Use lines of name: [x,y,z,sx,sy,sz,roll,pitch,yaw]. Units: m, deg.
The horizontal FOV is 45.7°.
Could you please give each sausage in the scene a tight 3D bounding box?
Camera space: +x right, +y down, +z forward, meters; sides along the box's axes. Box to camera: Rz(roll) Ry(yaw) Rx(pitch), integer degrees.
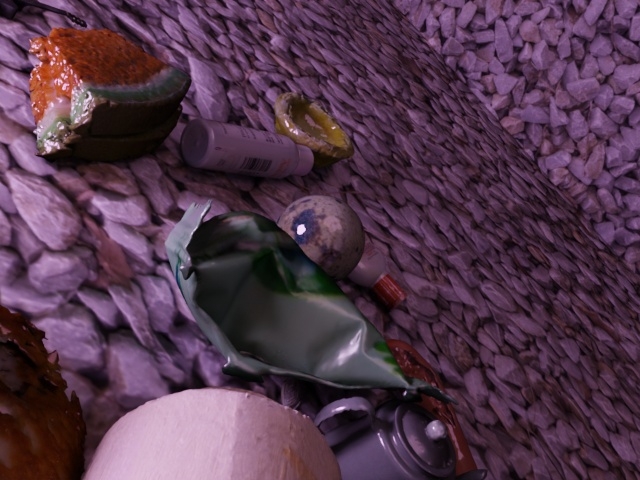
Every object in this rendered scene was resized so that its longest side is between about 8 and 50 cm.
sausage: [0.163,0.263,1.105,0.078,0.078,0.304,17,38,-40]

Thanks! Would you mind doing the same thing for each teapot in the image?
teapot: [0.094,0.263,0.935,0.239,0.149,0.162,33,31,-20]

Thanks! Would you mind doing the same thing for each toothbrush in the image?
toothbrush: [-0.022,0.285,0.888,0.026,0.028,0.294,24,39,-30]

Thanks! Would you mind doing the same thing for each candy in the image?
candy: [-0.024,0.098,0.968,0.397,0.172,0.263,31,-1,-19]

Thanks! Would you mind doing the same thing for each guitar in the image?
guitar: [-0.466,-0.368,1.179,0.233,0.025,0.088,6,46,-50]

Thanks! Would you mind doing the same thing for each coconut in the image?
coconut: [-0.092,0.259,0.611,0.237,0.237,0.266,34,31,-18]

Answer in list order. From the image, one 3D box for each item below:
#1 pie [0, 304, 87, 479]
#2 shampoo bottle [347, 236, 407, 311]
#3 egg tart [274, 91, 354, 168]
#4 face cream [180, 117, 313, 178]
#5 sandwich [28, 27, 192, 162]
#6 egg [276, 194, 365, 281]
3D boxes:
pie: [-0.309,0.131,0.616,0.308,0.085,0.308,41,10,-9]
shampoo bottle: [0.062,0.027,1.311,0.221,0.051,0.108,48,28,7]
egg tart: [-0.026,-0.209,1.477,0.197,0.078,0.197,35,24,-19]
face cream: [-0.112,-0.149,1.289,0.269,0.082,0.082,3,48,-50]
sandwich: [-0.304,-0.217,1.100,0.292,0.109,0.212,-5,56,-54]
egg: [0.000,0.000,1.178,0.141,0.141,0.181,51,10,13]
